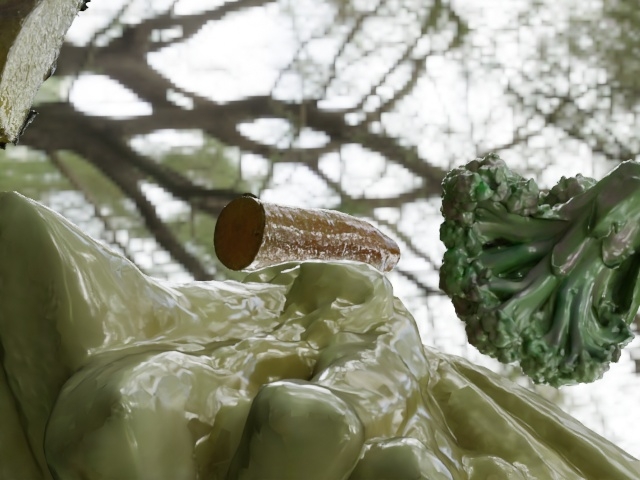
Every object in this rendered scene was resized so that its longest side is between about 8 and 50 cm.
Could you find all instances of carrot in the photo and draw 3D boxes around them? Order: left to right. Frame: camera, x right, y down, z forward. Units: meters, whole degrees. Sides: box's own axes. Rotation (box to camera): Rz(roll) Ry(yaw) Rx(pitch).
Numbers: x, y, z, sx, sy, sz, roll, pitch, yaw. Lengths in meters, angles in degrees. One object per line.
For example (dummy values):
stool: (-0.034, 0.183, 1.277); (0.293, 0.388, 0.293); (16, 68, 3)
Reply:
carrot: (0.000, 0.000, 0.911); (0.048, 0.139, 0.048); (-6, -99, 46)

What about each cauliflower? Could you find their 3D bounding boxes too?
cauliflower: (0.248, 0.003, 1.375); (0.315, 0.256, 0.239); (-43, -111, 33)

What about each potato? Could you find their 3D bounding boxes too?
potato: (-0.274, -0.178, 1.242); (0.172, 0.100, 0.089); (-65, 157, -15)

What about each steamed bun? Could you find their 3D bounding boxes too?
steamed bun: (-0.026, 0.100, 0.483); (0.428, 0.189, 0.247); (22, -67, 37)
